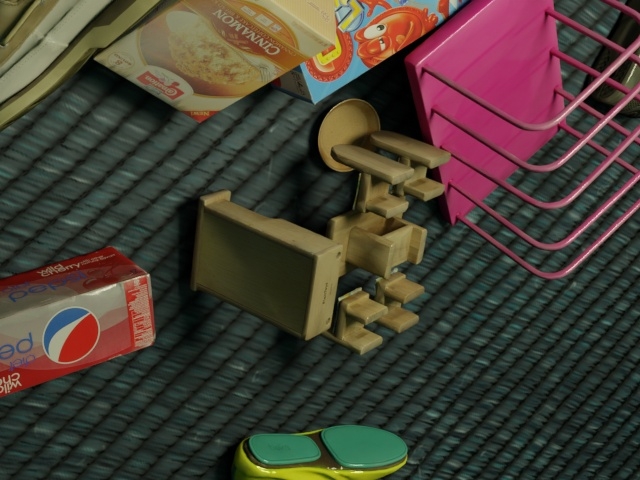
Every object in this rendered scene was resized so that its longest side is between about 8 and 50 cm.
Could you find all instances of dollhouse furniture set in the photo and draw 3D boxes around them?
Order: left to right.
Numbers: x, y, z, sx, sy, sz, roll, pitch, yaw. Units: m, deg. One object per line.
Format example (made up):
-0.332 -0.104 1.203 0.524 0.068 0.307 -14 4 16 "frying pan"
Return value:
0.000 0.000 1.494 0.242 0.161 0.212 -23 129 -50 "dollhouse furniture set"

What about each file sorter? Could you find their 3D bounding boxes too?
0.248 -0.125 1.518 0.202 0.182 0.291 -41 145 -15 "file sorter"

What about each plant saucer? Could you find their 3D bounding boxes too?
0.029 -0.118 1.525 0.083 0.015 0.083 -13 115 -31 "plant saucer"

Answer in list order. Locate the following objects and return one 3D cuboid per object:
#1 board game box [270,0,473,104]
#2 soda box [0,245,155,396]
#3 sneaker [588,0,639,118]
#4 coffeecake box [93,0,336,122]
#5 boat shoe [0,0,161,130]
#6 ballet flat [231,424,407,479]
0.041 -0.347 1.398 0.302 0.086 0.308 -35 125 -20 "board game box"
-0.296 0.089 1.329 0.263 0.092 0.083 -17 116 -29 "soda box"
0.439 -0.252 1.719 0.130 0.087 0.228 25 96 -41 "sneaker"
-0.101 -0.203 1.295 0.142 0.185 0.068 29 49 -40 "coffeecake box"
-0.256 -0.184 1.216 0.302 0.113 0.103 -37 100 11 "boat shoe"
-0.006 0.266 1.626 0.231 0.077 0.077 3 127 -33 "ballet flat"
